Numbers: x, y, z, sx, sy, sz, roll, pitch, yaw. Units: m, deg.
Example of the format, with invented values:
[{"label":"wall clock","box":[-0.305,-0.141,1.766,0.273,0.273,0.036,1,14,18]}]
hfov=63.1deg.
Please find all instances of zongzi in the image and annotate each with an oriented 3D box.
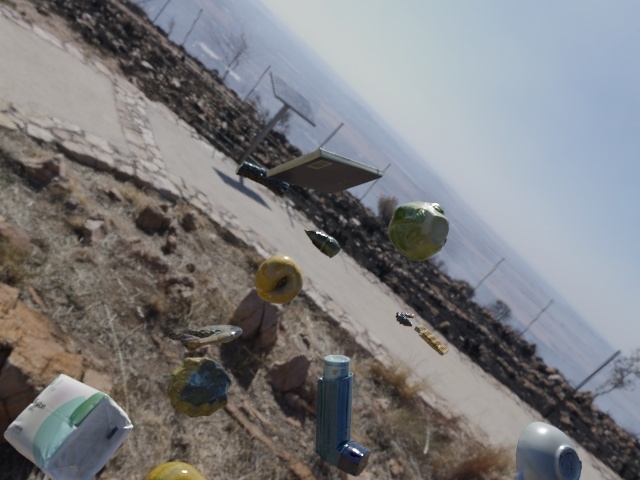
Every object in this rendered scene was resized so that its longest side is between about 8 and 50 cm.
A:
[{"label":"zongzi","box":[0.000,0.000,1.522,0.119,0.055,0.109,35,-1,-4]}]

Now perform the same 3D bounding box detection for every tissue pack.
[{"label":"tissue pack","box":[-0.817,0.613,1.688,0.356,0.266,0.194,2,-47,42]}]

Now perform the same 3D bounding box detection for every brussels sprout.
[{"label":"brussels sprout","box":[0.231,-0.021,1.245,0.117,0.155,0.155,-13,48,-26]}]

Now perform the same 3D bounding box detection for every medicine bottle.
[{"label":"medicine bottle","box":[0.048,0.400,1.202,0.079,0.124,0.258,-1,91,-60]}]

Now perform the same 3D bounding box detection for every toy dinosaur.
[{"label":"toy dinosaur","box":[0.312,0.291,1.927,0.055,0.049,0.154,13,3,-9]}]

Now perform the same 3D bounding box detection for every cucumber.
[{"label":"cucumber","box":[-0.195,-0.212,1.766,0.187,0.058,0.058,24,22,-25]}]

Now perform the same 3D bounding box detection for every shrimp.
[{"label":"shrimp","box":[-0.376,0.318,1.672,0.145,0.254,0.059,-96,180,-83]}]

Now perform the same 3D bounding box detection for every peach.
[{"label":"peach","box":[-0.147,0.138,1.821,0.179,0.179,0.103,36,6,-28]}]

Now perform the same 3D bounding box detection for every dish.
[{"label":"dish","box":[0.610,0.582,1.333,0.228,0.086,0.236,52,56,-8]}]

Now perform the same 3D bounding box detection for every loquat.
[{"label":"loquat","box":[-0.493,0.900,1.761,0.275,0.275,0.275,40,15,-13]}]

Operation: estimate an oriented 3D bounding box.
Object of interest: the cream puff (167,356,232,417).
[{"label":"cream puff","box":[-0.273,0.337,1.178,0.146,0.116,0.146,8,55,-12]}]

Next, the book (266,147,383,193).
[{"label":"book","box":[0.015,-0.178,1.394,0.269,0.190,0.025,8,73,-49]}]

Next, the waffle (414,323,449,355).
[{"label":"waffle","box":[0.380,0.340,1.786,0.135,0.021,0.092,41,14,21]}]
